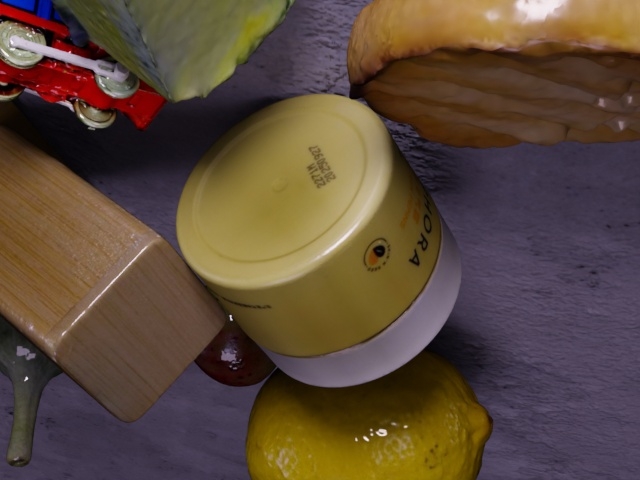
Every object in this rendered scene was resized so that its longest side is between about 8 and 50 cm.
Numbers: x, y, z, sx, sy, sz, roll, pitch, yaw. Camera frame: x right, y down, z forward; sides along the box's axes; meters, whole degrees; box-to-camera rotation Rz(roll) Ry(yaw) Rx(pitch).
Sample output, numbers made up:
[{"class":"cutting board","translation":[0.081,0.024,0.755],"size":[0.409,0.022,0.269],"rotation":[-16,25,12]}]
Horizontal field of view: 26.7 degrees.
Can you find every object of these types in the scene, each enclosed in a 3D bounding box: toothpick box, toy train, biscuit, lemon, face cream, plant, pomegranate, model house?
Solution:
[{"class":"toothpick box","translation":[-0.258,0.023,1.309],"size":[0.308,0.190,0.187],"rotation":[33,163,40]},{"class":"toy train","translation":[-0.228,-0.178,1.167],"size":[0.204,0.131,0.083],"rotation":[17,145,-25]},{"class":"biscuit","translation":[0.167,-0.141,1.016],"size":[0.297,0.101,0.296],"rotation":[4,172,1]},{"class":"lemon","translation":[0.054,0.235,1.581],"size":[0.284,0.260,0.260],"rotation":[3,149,0]},{"class":"face cream","translation":[0.000,0.000,1.255],"size":[0.218,0.218,0.179],"rotation":[-4,143,28]},{"class":"plant","translation":[-0.321,0.110,1.609],"size":[0.306,0.296,0.261],"rotation":[-12,174,13]},{"class":"pomegranate","translation":[-0.080,0.110,1.564],"size":[0.159,0.129,0.129],"rotation":[12,150,-12]},{"class":"model house","translation":[-0.145,-0.242,1.046],"size":[0.211,0.170,0.194],"rotation":[33,165,26]}]
